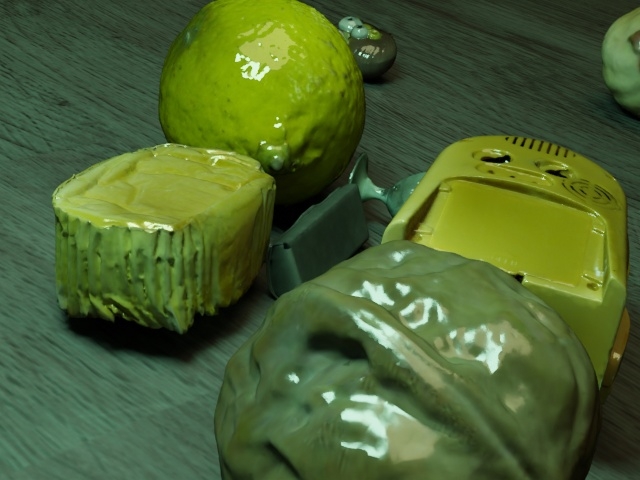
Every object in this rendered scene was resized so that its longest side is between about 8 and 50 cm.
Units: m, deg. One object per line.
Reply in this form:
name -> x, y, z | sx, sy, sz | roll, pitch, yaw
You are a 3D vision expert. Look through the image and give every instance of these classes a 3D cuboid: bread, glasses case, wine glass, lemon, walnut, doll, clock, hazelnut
bread -> -0.149, -0.002, 1.049 | 0.178, 0.133, 0.250 | 17, 26, 15
glasses case -> -0.001, 0.000, 1.166 | 0.042, 0.072, 0.190 | 2, 22, 25
wine glass -> 0.134, -0.038, 1.264 | 0.202, 0.093, 0.093 | 14, 27, 13
lemon -> -0.067, -0.166, 1.277 | 0.253, 0.254, 0.310 | 3, 28, -14
walnut -> 0.060, 0.133, 0.753 | 0.273, 0.227, 0.273 | 5, 26, -2
doll -> 0.046, -0.312, 1.777 | 0.145, 0.096, 0.188 | 16, 36, 28
clock -> 0.184, 0.016, 1.035 | 0.244, 0.200, 0.317 | 19, 35, 10
hazelnut -> 0.613, -0.319, 1.823 | 0.261, 0.241, 0.261 | 10, 16, -3

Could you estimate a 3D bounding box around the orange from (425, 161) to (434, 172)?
orange -> 0.173, -0.071, 1.362 | 0.085, 0.085, 0.085 | 8, 27, -4
